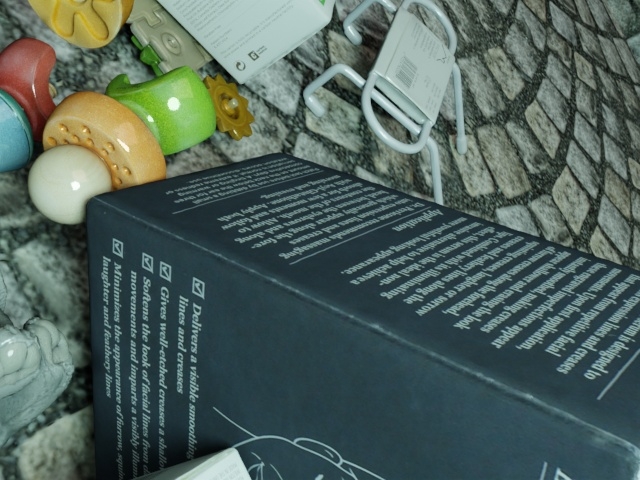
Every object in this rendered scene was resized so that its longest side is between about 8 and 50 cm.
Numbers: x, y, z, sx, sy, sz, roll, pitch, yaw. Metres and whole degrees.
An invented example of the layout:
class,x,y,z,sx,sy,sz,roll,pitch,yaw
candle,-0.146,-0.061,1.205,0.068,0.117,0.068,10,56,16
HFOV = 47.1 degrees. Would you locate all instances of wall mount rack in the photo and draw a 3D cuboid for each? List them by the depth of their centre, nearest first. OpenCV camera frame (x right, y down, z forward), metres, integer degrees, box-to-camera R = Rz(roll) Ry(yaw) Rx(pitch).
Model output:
class,x,y,z,sx,sy,sz,roll,pitch,yaw
wall mount rack,0.137,-0.194,1.087,0.304,0.130,0.350,39,46,-17

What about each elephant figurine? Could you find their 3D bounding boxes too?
class,x,y,z,sx,sy,sz,roll,pitch,yaw
elephant figurine,-0.293,0.039,0.525,0.239,0.186,0.169,49,-1,25

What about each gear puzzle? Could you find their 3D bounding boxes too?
class,x,y,z,sx,sy,sz,roll,pitch,yaw
gear puzzle,-0.187,-0.259,0.863,0.339,0.044,0.175,53,32,-14

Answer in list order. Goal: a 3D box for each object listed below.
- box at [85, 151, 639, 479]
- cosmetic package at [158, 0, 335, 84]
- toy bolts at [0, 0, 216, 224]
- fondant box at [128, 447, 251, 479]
class,x,y,z,sx,sy,sz,roll,pitch,yaw
box,0.036,0.135,0.533,0.212,0.395,0.294,-21,125,-47
cosmetic package,-0.149,-0.384,0.825,0.365,0.155,0.197,43,37,-30
toy bolts,-0.239,-0.117,0.588,0.158,0.228,0.218,-53,131,-43
fondant box,-0.085,0.328,0.494,0.096,0.238,0.330,-21,84,-49
